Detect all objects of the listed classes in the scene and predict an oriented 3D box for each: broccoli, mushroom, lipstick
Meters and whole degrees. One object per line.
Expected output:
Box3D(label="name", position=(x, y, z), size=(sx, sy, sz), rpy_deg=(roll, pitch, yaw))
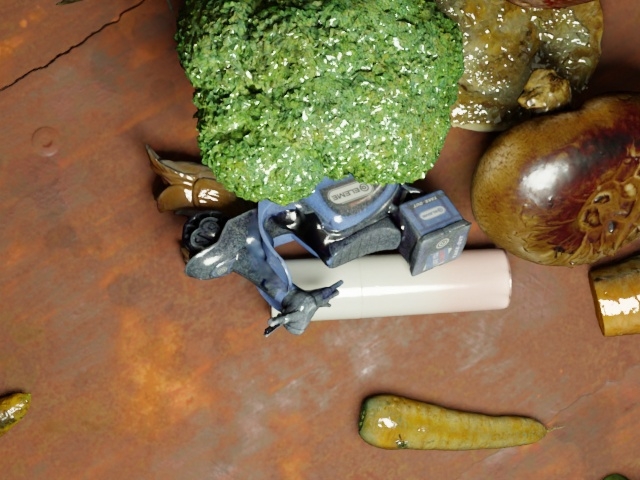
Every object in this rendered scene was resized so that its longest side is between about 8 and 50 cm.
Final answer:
Box3D(label="broccoli", position=(-0.001, -0.218, 1.597), size=(0.413, 0.310, 0.321), rpy_deg=(-43, 120, -30))
Box3D(label="mushroom", position=(0.342, -0.089, 1.721), size=(0.297, 0.163, 0.278), rpy_deg=(-25, 121, -6))
Box3D(label="lipstick", position=(0.092, 0.061, 1.778), size=(0.327, 0.087, 0.087), rpy_deg=(-3, 93, -5))

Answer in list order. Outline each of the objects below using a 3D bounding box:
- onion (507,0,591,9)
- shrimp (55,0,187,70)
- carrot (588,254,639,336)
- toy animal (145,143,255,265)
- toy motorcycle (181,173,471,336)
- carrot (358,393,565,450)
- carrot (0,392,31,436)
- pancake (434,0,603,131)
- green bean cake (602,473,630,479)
Box3D(label="onion", position=(0.307, -0.485, 1.643), size=(0.348, 0.348, 0.385), rpy_deg=(47, 49, -6))
Box3D(label="shrimp", position=(-0.132, -0.319, 1.736), size=(0.445, 0.085, 0.272), rpy_deg=(-4, 103, -4))
Box3D(label="carrot", position=(0.528, 0.059, 1.801), size=(0.302, 0.139, 0.139), rpy_deg=(-17, 94, 3))
Box3D(label="toy animal", position=(-0.172, -0.052, 1.752), size=(0.188, 0.089, 0.179), rpy_deg=(27, 100, -18))
Box3D(label="toy motorcycle", position=(0.000, 0.000, 1.687), size=(0.358, 0.125, 0.212), rpy_deg=(-22, 60, -22))
Box3D(label="carrot", position=(0.200, 0.262, 1.811), size=(0.298, 0.078, 0.078), rpy_deg=(5, 92, -10))
Box3D(label="carrot", position=(-0.523, 0.295, 1.747), size=(0.314, 0.066, 0.066), rpy_deg=(-31, 95, -4))
Box3D(label="pancake", position=(0.224, -0.323, 1.785), size=(0.356, 0.065, 0.356), rpy_deg=(0, 92, -6))
Box3D(label="green bean cake", position=(0.421, 0.457, 1.814), size=(0.200, 0.113, 0.214), rpy_deg=(39, 90, -6))
